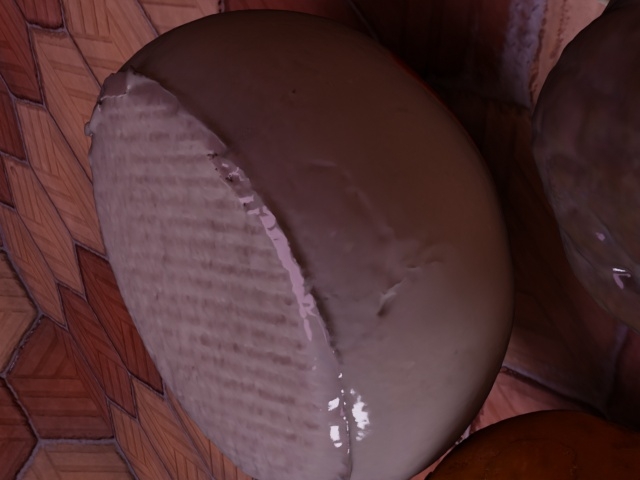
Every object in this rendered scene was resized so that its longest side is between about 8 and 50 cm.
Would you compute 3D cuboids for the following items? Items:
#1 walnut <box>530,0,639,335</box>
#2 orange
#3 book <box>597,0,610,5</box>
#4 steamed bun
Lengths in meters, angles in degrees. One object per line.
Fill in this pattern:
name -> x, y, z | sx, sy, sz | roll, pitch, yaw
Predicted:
walnut -> 0.208, -0.036, 0.550 | 0.224, 0.224, 0.224 | 44, 151, 33
orange -> 0.167, 0.238, 0.873 | 0.240, 0.240, 0.240 | 44, 151, 33
book -> 0.168, -0.178, 0.686 | 0.077, 0.014, 0.111 | 39, 148, 40
steamed bun -> 0.000, 0.000, 0.929 | 0.374, 0.241, 0.374 | 45, 148, 39
